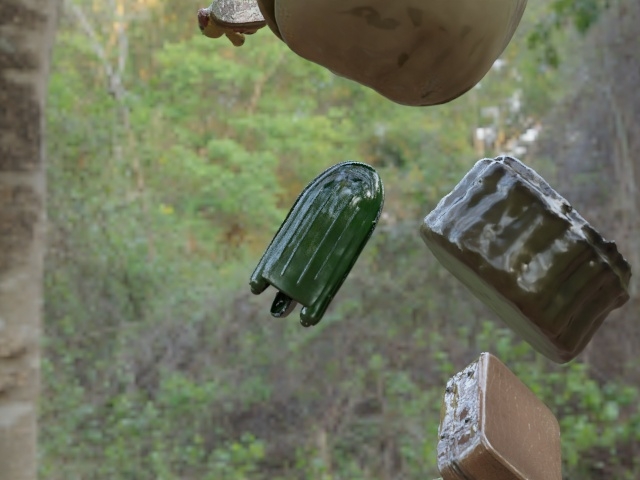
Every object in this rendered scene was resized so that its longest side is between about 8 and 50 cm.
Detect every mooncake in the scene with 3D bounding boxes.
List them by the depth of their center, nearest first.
[{"bbox_3d":[0.313,0.023,2.044,0.324,0.187,0.324,42,-1,1],"label":"mooncake"}]

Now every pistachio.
[{"bbox_3d":[0.095,-0.358,1.671,0.365,0.445,0.281,-25,36,-4],"label":"pistachio"}]

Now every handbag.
[{"bbox_3d":[0.201,0.224,1.485,0.072,0.151,0.193,-43,16,23],"label":"handbag"}]

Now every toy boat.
[{"bbox_3d":[0.000,0.000,1.582,0.104,0.210,0.052,31,0,21],"label":"toy boat"}]

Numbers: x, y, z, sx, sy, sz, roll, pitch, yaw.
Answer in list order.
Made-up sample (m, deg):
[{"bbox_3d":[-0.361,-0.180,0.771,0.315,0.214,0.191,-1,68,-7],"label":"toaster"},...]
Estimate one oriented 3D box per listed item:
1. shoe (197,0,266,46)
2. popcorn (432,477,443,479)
[{"bbox_3d":[-0.132,-0.335,2.075,0.109,0.072,0.069,-23,-9,-24],"label":"shoe"},{"bbox_3d":[0.140,0.389,1.941,0.109,0.089,0.097,-7,30,0],"label":"popcorn"}]
